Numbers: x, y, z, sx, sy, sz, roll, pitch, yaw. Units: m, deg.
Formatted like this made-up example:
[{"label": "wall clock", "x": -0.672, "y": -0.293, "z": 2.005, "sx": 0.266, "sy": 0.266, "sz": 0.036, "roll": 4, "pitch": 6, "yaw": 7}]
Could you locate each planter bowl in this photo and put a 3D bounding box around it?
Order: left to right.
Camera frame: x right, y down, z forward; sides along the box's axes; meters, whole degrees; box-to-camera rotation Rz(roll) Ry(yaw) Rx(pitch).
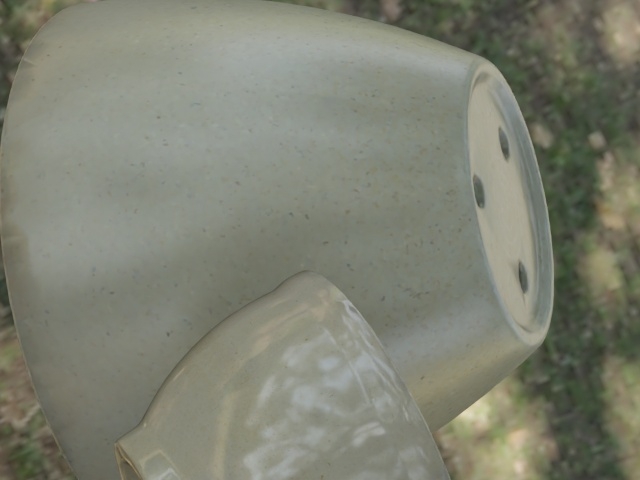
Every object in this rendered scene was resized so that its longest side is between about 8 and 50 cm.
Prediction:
[{"label": "planter bowl", "x": -0.022, "y": 0.108, "z": 0.771, "sx": 0.109, "sy": 0.162, "sz": 0.162, "roll": -24, "pitch": 88, "yaw": -14}]

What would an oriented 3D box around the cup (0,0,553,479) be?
[{"label": "cup", "x": 0.000, "y": 0.000, "z": 1.044, "sx": 0.331, "sy": 0.237, "sz": 0.331, "roll": -10, "pitch": 90, "yaw": -69}]
